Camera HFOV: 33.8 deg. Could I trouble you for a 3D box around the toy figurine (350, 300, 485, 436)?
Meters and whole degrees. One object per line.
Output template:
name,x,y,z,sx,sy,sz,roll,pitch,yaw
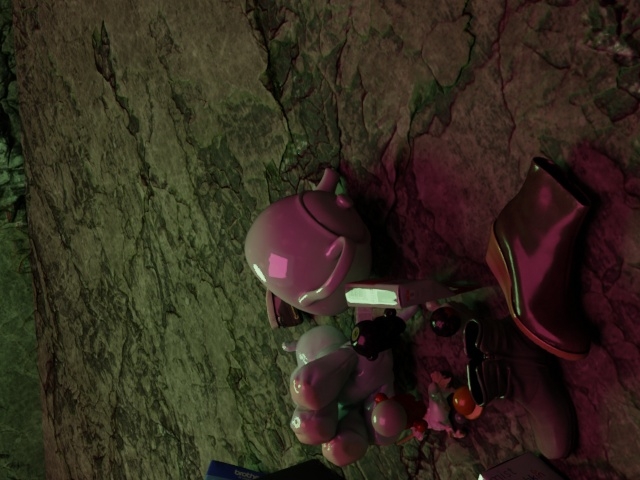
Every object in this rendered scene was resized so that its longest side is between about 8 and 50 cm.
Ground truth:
toy figurine,0.170,0.204,1.706,0.209,0.148,0.213,-14,85,24

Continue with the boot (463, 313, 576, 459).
boot,0.290,0.227,1.591,0.083,0.161,0.247,-13,89,56

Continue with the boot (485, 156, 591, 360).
boot,0.339,0.028,1.525,0.248,0.090,0.207,57,142,34

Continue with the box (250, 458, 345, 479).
box,0.008,0.670,2.103,0.312,0.178,0.343,21,116,52

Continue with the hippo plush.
hippo plush,0.007,0.239,1.911,0.236,0.234,0.294,17,105,57

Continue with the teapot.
teapot,0.000,0.000,1.871,0.256,0.252,0.187,46,116,23

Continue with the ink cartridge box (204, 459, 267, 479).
ink cartridge box,-0.226,0.686,2.345,0.395,0.151,0.270,-71,-4,-56

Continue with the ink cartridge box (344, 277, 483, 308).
ink cartridge box,0.153,0.074,1.723,0.145,0.179,0.045,-2,100,55

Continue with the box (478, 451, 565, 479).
box,0.339,0.507,1.638,0.231,0.126,0.262,38,130,41

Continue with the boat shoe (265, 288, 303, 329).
boat shoe,-0.082,0.065,2.155,0.081,0.068,0.228,14,-113,-85

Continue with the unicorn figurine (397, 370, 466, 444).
unicorn figurine,0.204,0.303,1.834,0.111,0.060,0.162,27,107,59
